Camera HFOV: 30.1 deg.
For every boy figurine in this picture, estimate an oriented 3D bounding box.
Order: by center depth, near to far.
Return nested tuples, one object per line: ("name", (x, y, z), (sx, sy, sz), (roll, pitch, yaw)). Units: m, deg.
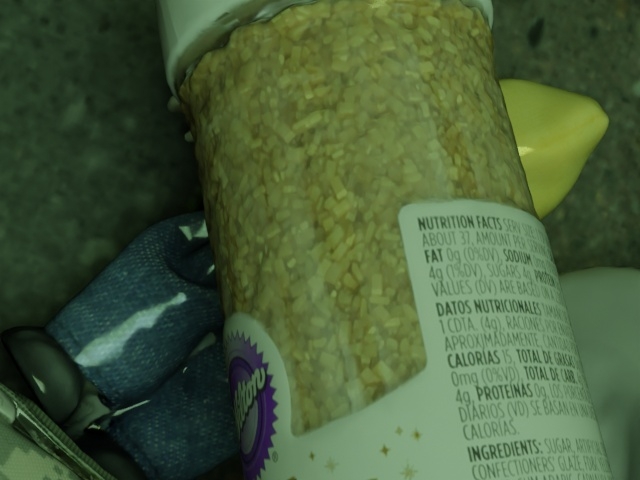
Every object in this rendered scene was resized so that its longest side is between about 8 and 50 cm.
("boy figurine", (0.000, 0.000, 0.530), (0.285, 0.092, 0.177), (-35, 100, -15))

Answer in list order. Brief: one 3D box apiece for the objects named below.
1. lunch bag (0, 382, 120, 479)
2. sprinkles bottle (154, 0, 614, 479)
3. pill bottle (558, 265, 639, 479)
("lunch bag", (-0.123, 0.200, 0.412), (0.305, 0.212, 0.256), (43, 82, -18))
("sprinkles bottle", (0.029, 0.052, 0.388), (0.121, 0.121, 0.355), (-5, 69, -18))
("pill bottle", (0.204, 0.139, 0.530), (0.319, 0.176, 0.176), (23, 83, -35))
